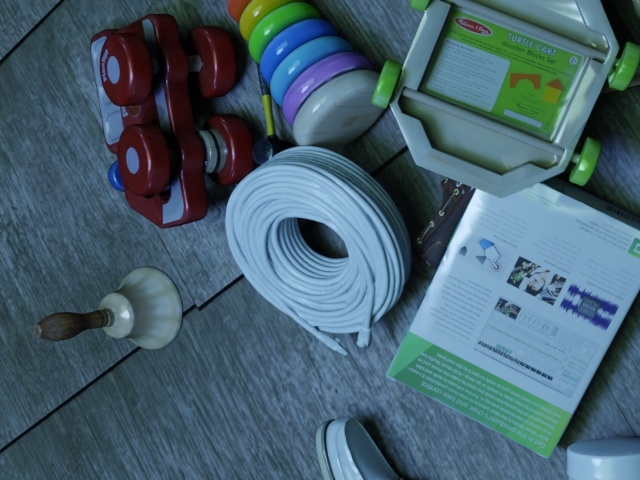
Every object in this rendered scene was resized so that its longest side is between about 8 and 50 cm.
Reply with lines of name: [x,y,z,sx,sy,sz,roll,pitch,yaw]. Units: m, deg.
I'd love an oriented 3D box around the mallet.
mallet: [-0.068,-0.190,2.122,0.039,0.062,0.189,-13,74,33]

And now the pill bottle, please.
pill bottle: [0.357,0.378,1.836,0.152,0.152,0.272,-2,94,34]

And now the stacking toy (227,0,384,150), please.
stacking toy: [-0.048,-0.280,2.049,0.141,0.141,0.330,-47,64,29]

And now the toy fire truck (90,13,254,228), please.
toy fire truck: [-0.236,-0.166,2.175,0.254,0.169,0.302,-11,89,58]

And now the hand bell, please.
hand bell: [-0.319,0.113,2.196,0.126,0.242,0.126,4,98,32]

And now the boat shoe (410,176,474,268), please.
boat shoe: [0.179,-0.053,1.946,0.073,0.073,0.207,38,115,20]

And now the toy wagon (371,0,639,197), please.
toy wagon: [0.226,-0.225,1.754,0.267,0.068,0.344,21,102,-1]

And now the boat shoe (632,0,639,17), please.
boat shoe: [0.406,-0.293,1.760,0.302,0.109,0.098,42,153,14]

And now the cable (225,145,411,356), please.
cable: [0.000,0.000,2.007,0.257,0.089,0.257,34,135,10]

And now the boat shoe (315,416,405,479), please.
boat shoe: [0.102,0.361,2.036,0.103,0.113,0.302,-27,91,32]

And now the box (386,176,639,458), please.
box: [0.248,0.080,1.888,0.232,0.058,0.322,27,110,8]

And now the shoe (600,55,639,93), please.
shoe: [0.298,-0.204,1.847,0.219,0.076,0.058,1,102,36]
